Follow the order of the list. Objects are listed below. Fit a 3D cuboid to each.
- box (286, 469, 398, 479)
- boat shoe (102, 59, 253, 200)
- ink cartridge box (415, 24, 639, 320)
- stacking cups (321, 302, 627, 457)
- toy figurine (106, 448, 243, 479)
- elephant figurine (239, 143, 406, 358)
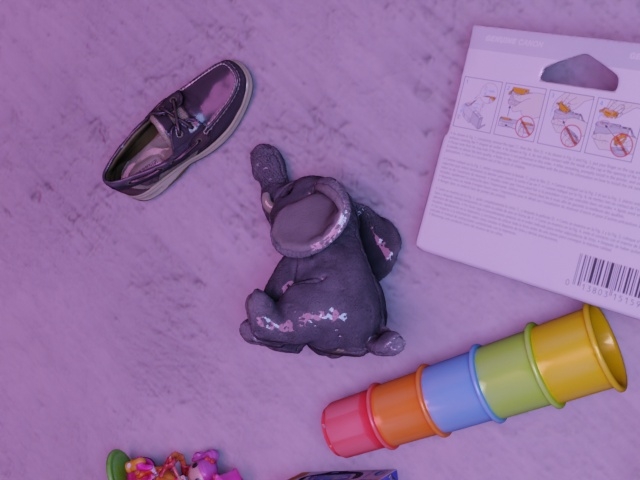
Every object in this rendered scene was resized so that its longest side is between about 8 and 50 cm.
[{"bbox_3d":[0.023,0.272,1.024,0.136,0.081,0.028,-10,85,24],"label":"box"},{"bbox_3d":[-0.174,-0.130,1.120,0.223,0.073,0.080,-41,74,19],"label":"boat shoe"},{"bbox_3d":[0.238,-0.071,0.898,0.275,0.060,0.238,19,97,42],"label":"ink cartridge box"},{"bbox_3d":[0.146,0.160,0.960,0.316,0.096,0.096,-25,80,23],"label":"stacking cups"},{"bbox_3d":[-0.163,0.305,1.112,0.159,0.130,0.173,-22,56,10],"label":"toy figurine"},{"bbox_3d":[0.000,0.000,1.007,0.186,0.169,0.239,10,77,-4],"label":"elephant figurine"}]
